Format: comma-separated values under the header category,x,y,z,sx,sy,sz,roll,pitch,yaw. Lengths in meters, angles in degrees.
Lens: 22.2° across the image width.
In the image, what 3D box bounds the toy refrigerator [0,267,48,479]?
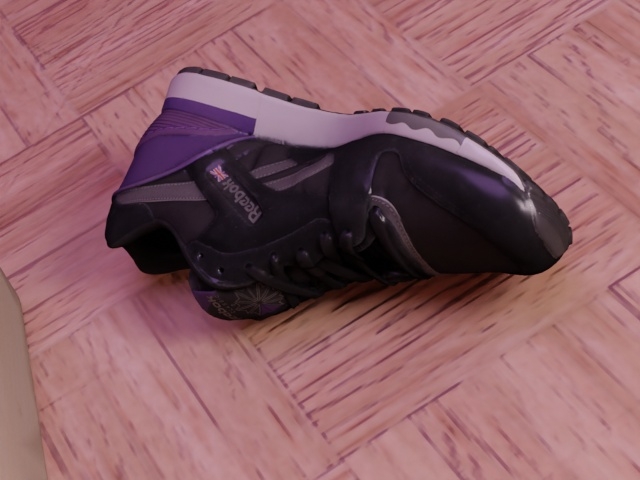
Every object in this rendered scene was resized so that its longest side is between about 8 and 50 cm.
category,x,y,z,sx,sy,sz,roll,pitch,yaw
toy refrigerator,-0.207,0.099,0.842,0.102,0.094,0.269,-23,39,1

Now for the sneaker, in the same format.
category,x,y,z,sx,sy,sz,roll,pitch,yaw
sneaker,0.000,0.000,0.865,0.283,0.107,0.124,15,67,43
